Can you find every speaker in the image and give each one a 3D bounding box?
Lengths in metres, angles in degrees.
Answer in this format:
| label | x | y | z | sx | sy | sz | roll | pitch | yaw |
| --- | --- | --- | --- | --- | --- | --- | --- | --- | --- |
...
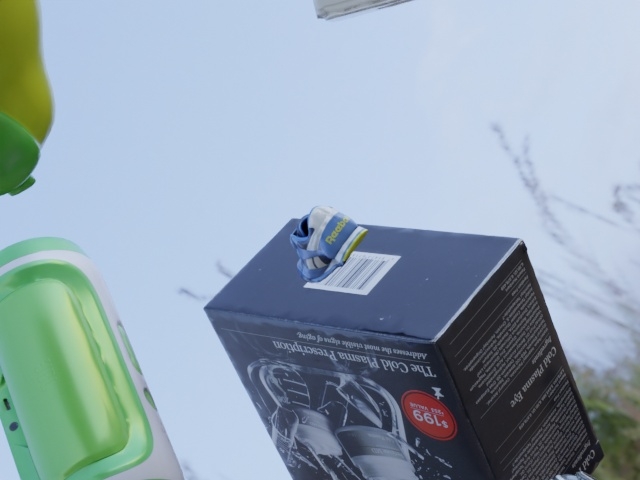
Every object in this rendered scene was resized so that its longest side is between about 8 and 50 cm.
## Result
| label | x | y | z | sx | sy | sz | roll | pitch | yaw |
| --- | --- | --- | --- | --- | --- | --- | --- | --- | --- |
| speaker | -0.216 | 0.142 | 1.325 | 0.131 | 0.296 | 0.131 | -19 | -34 | -13 |

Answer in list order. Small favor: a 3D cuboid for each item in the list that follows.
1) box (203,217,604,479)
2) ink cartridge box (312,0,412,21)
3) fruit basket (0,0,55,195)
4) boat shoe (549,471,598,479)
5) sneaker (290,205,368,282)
| label | x | y | z | sx | sy | sz | roll | pitch | yaw |
| --- | --- | --- | --- | --- | --- | --- | --- | --- | --- |
| box | 0.094 | 0.158 | 1.676 | 0.179 | 0.343 | 0.312 | -47 | -55 | -33 |
| ink cartridge box | 0.054 | -0.326 | 1.388 | 0.092 | 0.159 | 0.217 | -23 | -80 | -76 |
| fruit basket | -0.320 | -0.200 | 0.987 | 0.283 | 0.392 | 0.392 | -1 | -63 | -25 |
| boat shoe | 0.371 | 0.281 | 1.397 | 0.119 | 0.335 | 0.121 | -66 | -11 | 2 |
| sneaker | 0.000 | 0.000 | 1.464 | 0.053 | 0.059 | 0.144 | -56 | 5 | -22 |
